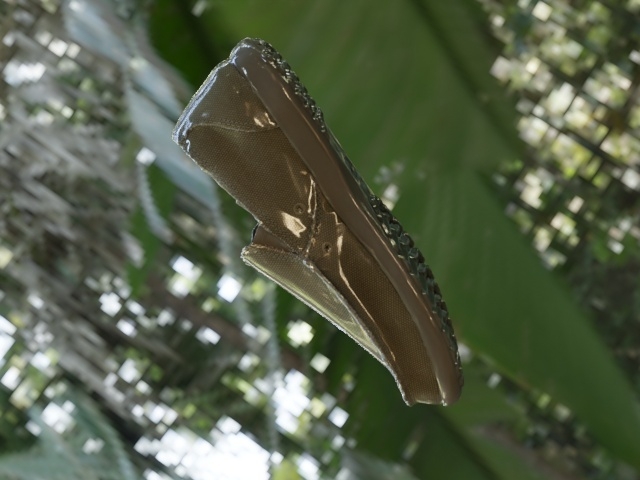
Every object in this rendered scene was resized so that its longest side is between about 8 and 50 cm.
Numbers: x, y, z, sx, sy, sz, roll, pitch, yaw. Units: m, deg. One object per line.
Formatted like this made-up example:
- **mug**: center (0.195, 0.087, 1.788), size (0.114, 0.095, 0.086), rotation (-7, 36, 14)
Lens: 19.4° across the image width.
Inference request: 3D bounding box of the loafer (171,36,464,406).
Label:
- **loafer**: center (0.000, 0.000, 0.658), size (0.050, 0.148, 0.056), rotation (-31, 7, 9)
